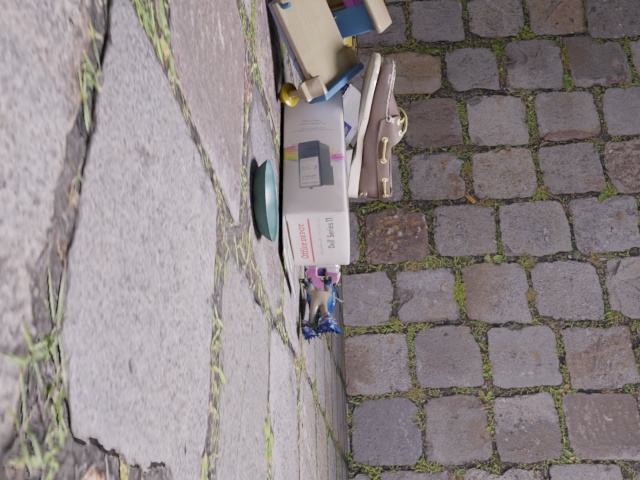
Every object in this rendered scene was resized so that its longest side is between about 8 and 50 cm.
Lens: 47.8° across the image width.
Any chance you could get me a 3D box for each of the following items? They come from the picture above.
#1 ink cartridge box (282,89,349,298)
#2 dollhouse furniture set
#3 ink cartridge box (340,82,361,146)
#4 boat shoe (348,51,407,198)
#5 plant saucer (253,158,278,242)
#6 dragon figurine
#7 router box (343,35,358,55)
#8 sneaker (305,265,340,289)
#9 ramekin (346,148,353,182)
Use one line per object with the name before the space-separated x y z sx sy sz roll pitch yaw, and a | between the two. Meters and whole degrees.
ink cartridge box | -0.005 -0.087 1.385 0.207 0.119 0.354 83 6 -61
dollhouse furniture set | -0.055 -0.432 1.366 0.303 0.198 0.286 -50 123 -37
ink cartridge box | 0.056 -0.362 2.074 0.165 0.065 0.332 -56 169 7
boat shoe | 0.118 -0.216 1.426 0.117 0.096 0.324 -82 180 -50
plant saucer | -0.079 -0.056 1.025 0.119 0.021 0.119 -3 90 -85
dragon figurine | 0.003 0.161 1.568 0.289 0.085 0.144 69 18 -75
router box | 0.012 -0.580 1.785 0.243 0.081 0.309 -9 97 -66
sneaker | 0.003 0.000 1.721 0.104 0.095 0.237 107 -14 -85
ramekin | 0.077 -0.207 2.120 0.207 0.207 0.109 -60 139 -83
